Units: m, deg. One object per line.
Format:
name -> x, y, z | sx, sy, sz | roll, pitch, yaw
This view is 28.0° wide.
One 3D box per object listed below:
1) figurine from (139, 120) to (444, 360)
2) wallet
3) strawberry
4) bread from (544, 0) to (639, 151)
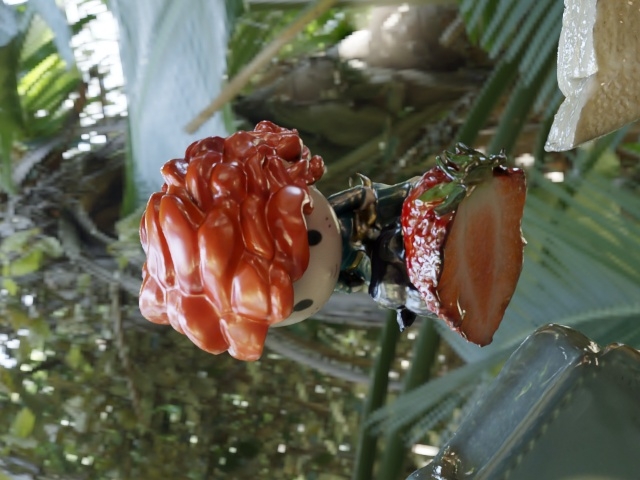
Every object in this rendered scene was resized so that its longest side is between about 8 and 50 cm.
figurine -> 0.011, 0.004, 1.371 | 0.412, 0.306, 0.241 | 7, -57, -15
wallet -> 0.115, 0.237, 0.740 | 0.252, 0.083, 0.360 | 38, -89, -18
strawberry -> 0.126, 0.005, 1.115 | 0.147, 0.082, 0.187 | -27, -60, -33
bread -> 0.219, -0.099, 0.786 | 0.152, 0.077, 0.105 | 6, -87, -4
